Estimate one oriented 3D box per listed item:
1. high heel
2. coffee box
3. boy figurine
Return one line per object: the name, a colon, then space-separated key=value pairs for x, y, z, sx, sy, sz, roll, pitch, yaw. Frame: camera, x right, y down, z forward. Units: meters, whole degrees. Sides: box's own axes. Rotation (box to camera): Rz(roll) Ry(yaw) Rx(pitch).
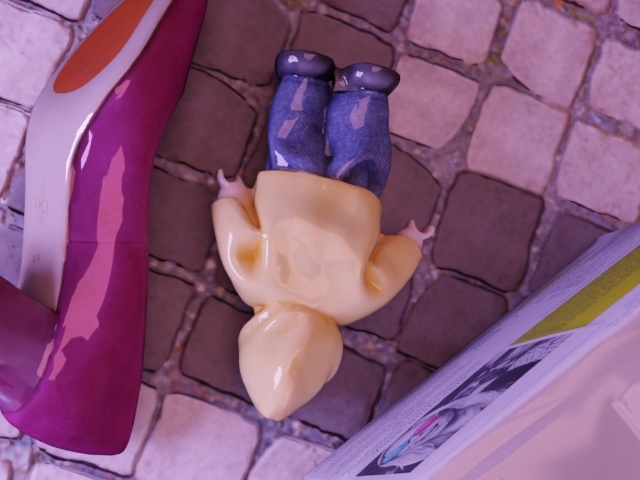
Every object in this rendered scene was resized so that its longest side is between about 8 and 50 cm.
high heel: x=-0.149 y=-0.028 z=0.950 sx=0.181 sy=0.127 sz=0.377 roll=38 pitch=73 yaw=-33
coffee box: x=0.240 y=0.200 z=0.851 sx=0.338 sy=0.334 sz=0.337 roll=-37 pitch=90 yaw=-13
boy figurine: x=0.000 y=0.000 z=0.958 sx=0.177 sy=0.092 sz=0.285 roll=8 pitch=83 yaw=-9
